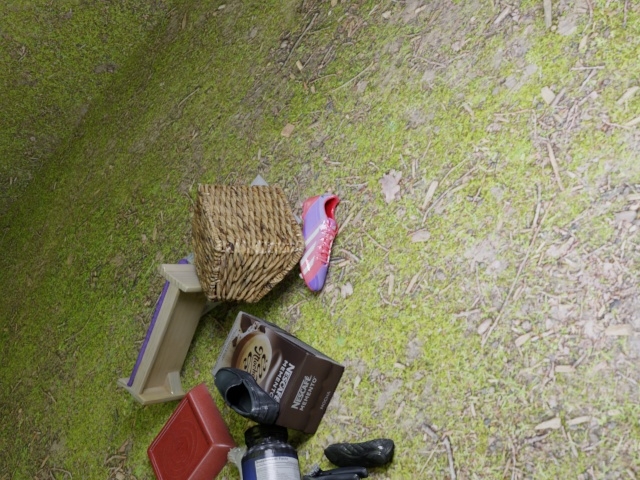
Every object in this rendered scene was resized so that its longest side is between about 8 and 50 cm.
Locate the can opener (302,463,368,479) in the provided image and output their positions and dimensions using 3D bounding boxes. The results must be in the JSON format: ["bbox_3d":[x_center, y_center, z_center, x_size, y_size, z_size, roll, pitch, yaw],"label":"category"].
[{"bbox_3d":[0.030,0.475,1.541,0.186,0.059,0.073,-32,90,43],"label":"can opener"}]

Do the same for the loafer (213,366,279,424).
[{"bbox_3d":[-0.172,0.323,1.649,0.223,0.078,0.076,24,91,52],"label":"loafer"}]

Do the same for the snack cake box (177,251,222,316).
[{"bbox_3d":[-0.307,0.098,2.118,0.264,0.089,0.152,-34,48,31],"label":"snack cake box"}]

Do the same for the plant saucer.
[{"bbox_3d":[-0.340,0.524,1.939,0.259,0.048,0.258,-55,39,11],"label":"plant saucer"}]

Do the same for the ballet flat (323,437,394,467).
[{"bbox_3d":[0.076,0.423,1.538,0.173,0.057,0.049,-15,18,42],"label":"ballet flat"}]

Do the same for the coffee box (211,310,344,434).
[{"bbox_3d":[-0.102,0.292,1.746,0.297,0.119,0.168,21,85,52],"label":"coffee box"}]

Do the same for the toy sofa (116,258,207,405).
[{"bbox_3d":[-0.404,0.230,2.010,0.177,0.150,0.362,32,107,32],"label":"toy sofa"}]

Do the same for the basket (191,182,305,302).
[{"bbox_3d":[-0.184,0.015,1.898,0.299,0.223,0.213,-117,33,-50],"label":"basket"}]

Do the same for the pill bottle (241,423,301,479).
[{"bbox_3d":[-0.100,0.499,1.610,0.123,0.123,0.219,-35,50,31],"label":"pill bottle"}]

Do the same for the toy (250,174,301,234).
[{"bbox_3d":[-0.138,-0.056,2.046,0.137,0.056,0.237,-50,44,9],"label":"toy"}]

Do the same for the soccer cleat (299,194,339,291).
[{"bbox_3d":[0.000,0.000,1.842,0.095,0.083,0.247,-16,57,27],"label":"soccer cleat"}]

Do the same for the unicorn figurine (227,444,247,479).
[{"bbox_3d":[-0.161,0.502,1.738,0.111,0.060,0.161,-35,43,25],"label":"unicorn figurine"}]
